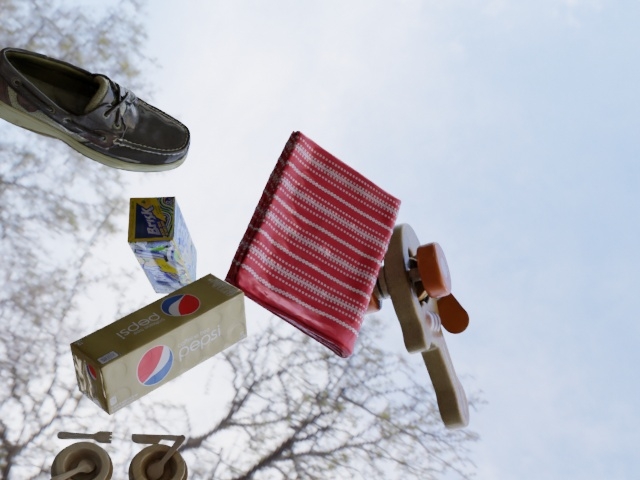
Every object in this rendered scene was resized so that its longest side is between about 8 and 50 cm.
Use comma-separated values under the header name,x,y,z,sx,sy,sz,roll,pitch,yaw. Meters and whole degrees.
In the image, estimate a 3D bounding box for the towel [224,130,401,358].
name,x,y,z,sx,sy,sz,roll,pitch,yaw
towel,0.000,0.000,1.299,0.031,0.199,0.275,-34,-152,50

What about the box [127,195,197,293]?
name,x,y,z,sx,sy,sz,roll,pitch,yaw
box,-0.185,0.008,1.162,0.054,0.169,0.059,-2,-113,1

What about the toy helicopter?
name,x,y,z,sx,sy,sz,roll,pitch,yaw
toy helicopter,0.170,0.137,1.562,0.140,0.355,0.235,-15,-163,16

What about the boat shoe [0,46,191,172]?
name,x,y,z,sx,sy,sz,roll,pitch,yaw
boat shoe,-0.236,-0.136,1.015,0.073,0.224,0.080,133,-30,-52

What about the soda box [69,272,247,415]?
name,x,y,z,sx,sy,sz,roll,pitch,yaw
soda box,-0.161,0.103,1.005,0.181,0.061,0.058,-27,-141,-36

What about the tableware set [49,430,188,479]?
name,x,y,z,sx,sy,sz,roll,pitch,yaw
tableware set,-0.285,0.323,1.396,0.194,0.039,0.128,3,-129,-11
